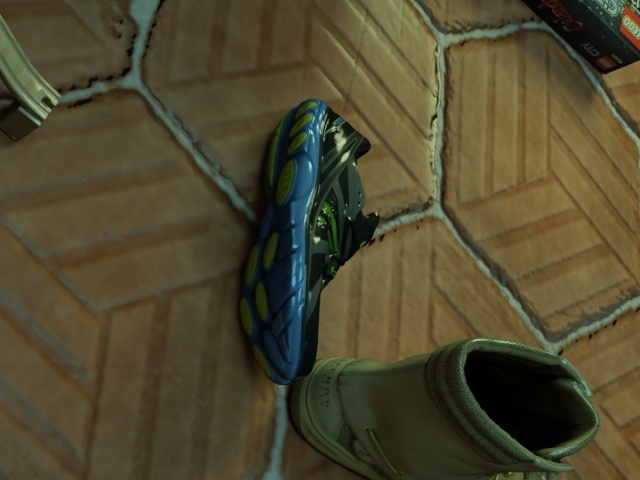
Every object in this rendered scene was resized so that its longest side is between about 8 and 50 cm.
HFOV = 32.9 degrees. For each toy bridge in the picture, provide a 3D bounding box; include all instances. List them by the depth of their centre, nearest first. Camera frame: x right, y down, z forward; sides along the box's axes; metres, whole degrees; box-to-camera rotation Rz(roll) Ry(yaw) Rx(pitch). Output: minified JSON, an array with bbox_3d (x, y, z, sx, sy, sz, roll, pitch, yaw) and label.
[{"bbox_3d":[-0.207,-0.129,0.545,0.188,0.063,0.026,44,54,-22],"label":"toy bridge"}]

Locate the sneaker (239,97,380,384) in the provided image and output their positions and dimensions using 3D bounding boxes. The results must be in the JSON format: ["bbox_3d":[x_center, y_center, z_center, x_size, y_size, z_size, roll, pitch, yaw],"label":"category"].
[{"bbox_3d":[0.000,0.000,0.676,0.078,0.067,0.188,24,60,-26],"label":"sneaker"}]

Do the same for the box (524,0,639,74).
[{"bbox_3d":[0.206,-0.276,0.944,0.233,0.044,0.159,34,58,-28],"label":"box"}]

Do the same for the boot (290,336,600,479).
[{"bbox_3d":[0.108,0.126,0.662,0.213,0.165,0.077,33,59,-26],"label":"boot"}]
